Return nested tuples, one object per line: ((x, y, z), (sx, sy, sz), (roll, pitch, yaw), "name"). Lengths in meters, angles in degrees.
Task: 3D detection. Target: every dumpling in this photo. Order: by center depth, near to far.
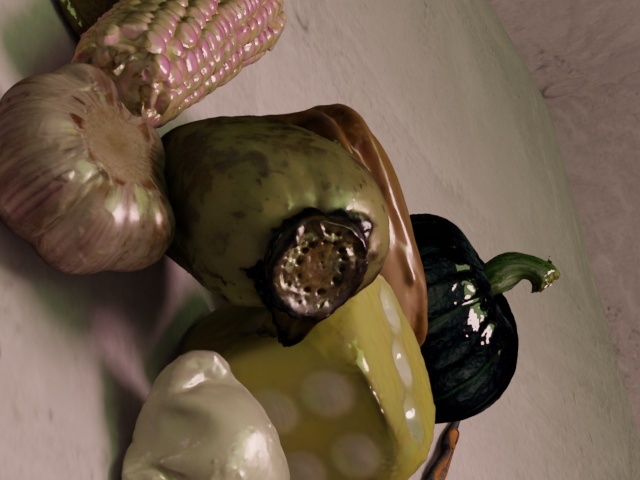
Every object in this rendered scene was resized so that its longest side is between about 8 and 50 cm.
((-0.092, 0.177, 0.976), (0.134, 0.099, 0.169), (-25, 121, -38), "dumpling")

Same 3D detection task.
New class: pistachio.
((0.000, 0.000, 1.247), (0.162, 0.212, 0.261), (-20, 93, -34), "pistachio")

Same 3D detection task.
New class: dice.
((-0.009, 0.126, 1.115), (0.166, 0.169, 0.169), (64, 19, -15), "dice")

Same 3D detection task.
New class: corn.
((-0.125, -0.177, 1.150), (0.127, 0.126, 0.335), (64, 26, -15), "corn")

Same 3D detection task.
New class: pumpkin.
((0.158, 0.074, 1.533), (0.248, 0.248, 0.248), (55, 23, -37), "pumpkin")

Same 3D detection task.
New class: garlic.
((-0.173, -0.043, 0.944), (0.159, 0.102, 0.147), (59, 31, 5), "garlic")

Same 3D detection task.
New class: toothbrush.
((0.169, 0.261, 1.712), (0.023, 0.031, 0.321), (58, 23, -4), "toothbrush")

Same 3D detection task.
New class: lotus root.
((-0.059, -0.025, 1.055), (0.173, 0.173, 0.309), (61, -16, -24), "lotus root")

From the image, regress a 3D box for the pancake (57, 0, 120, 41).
((-0.193, -0.223, 1.203), (0.199, 0.021, 0.199), (54, 25, -40), "pancake")
